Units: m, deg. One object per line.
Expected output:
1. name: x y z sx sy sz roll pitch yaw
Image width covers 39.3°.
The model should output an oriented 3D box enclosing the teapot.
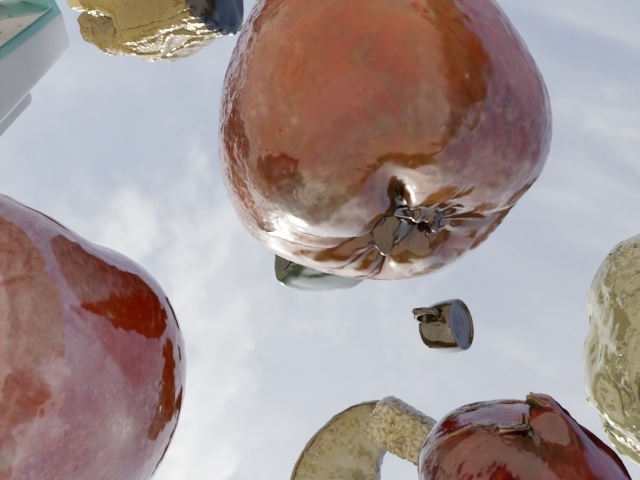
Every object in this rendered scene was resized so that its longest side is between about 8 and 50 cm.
1. teapot: 0.167 0.121 1.270 0.068 0.121 0.076 -15 -123 34

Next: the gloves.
1. gloves: -0.293 -0.387 1.549 0.356 0.203 0.155 14 -76 37

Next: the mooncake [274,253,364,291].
1. mooncake: 0.000 0.000 1.301 0.175 0.168 0.104 -32 -128 30

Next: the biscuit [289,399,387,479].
1. biscuit: 0.023 0.368 1.346 0.141 0.038 0.290 13 -98 6

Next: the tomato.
1. tomato: -0.221 0.093 0.529 0.270 0.270 0.227 -3 -113 31

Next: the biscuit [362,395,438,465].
1. biscuit: 0.143 0.278 1.238 0.168 0.082 0.070 26 -79 21

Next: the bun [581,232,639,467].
1. bun: 0.493 0.167 1.257 0.234 0.326 0.362 -25 -96 30

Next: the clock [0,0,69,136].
1. clock: -0.397 -0.132 0.858 0.262 0.116 0.231 -3 -147 18

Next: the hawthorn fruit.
1. hawthorn fruit: 0.029 -0.095 0.624 0.231 0.235 0.263 -36 -91 -11

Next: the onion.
1. onion: 0.216 0.245 0.903 0.161 0.248 0.248 -49 -123 12
